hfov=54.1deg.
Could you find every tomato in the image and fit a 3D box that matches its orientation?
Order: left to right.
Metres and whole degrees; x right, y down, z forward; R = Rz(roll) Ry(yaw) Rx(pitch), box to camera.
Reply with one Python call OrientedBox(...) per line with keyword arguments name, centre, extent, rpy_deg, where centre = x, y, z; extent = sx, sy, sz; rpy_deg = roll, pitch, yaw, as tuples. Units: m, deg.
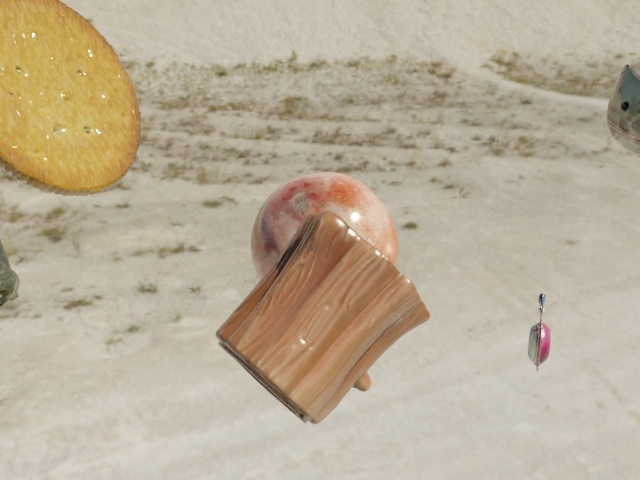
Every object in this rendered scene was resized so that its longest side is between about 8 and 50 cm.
OrientedBox(name="tomato", centre=(0.000, 0.000, 1.135), extent=(0.271, 0.227, 0.270), rpy_deg=(-10, 55, 14))

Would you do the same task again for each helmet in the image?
OrientedBox(name="helmet", centre=(0.493, -0.171, 0.919), extent=(0.153, 0.107, 0.177), rpy_deg=(33, 12, 34))

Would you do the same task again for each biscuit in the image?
OrientedBox(name="biscuit", centre=(-0.372, -0.204, 0.868), extent=(0.038, 0.305, 0.305), rpy_deg=(-17, 6, 31))

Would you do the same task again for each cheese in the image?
OrientedBox(name="cheese", centre=(0.412, 0.172, 1.175), extent=(0.038, 0.145, 0.095), rpy_deg=(5, -9, 16))

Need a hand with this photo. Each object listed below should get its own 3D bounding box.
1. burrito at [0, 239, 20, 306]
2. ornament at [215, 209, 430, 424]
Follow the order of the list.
OrientedBox(name="burrito", centre=(-0.646, 0.005, 1.011), extent=(0.190, 0.135, 0.332), rpy_deg=(10, -10, 43))
OrientedBox(name="ornament", centre=(-0.012, 0.105, 0.842), extent=(0.217, 0.235, 0.221), rpy_deg=(-48, 39, -14))
